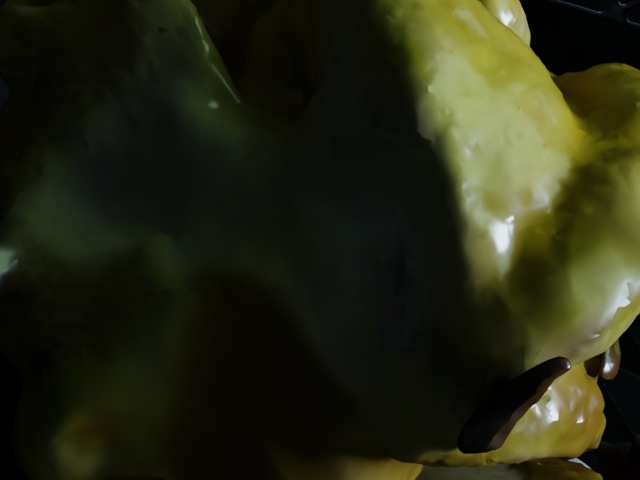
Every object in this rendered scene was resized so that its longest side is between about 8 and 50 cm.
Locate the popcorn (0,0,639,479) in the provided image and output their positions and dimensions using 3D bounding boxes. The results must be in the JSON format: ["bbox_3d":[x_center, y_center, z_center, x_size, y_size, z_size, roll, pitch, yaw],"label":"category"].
[{"bbox_3d":[-0.013,-0.001,0.814,0.316,0.297,0.281,34,14,5],"label":"popcorn"}]

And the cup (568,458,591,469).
[{"bbox_3d":[0.165,0.228,1.384,0.136,0.099,0.133,64,14,6],"label":"cup"}]

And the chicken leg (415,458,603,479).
[{"bbox_3d":[0.095,0.195,0.833,0.295,0.409,0.182,8,91,-46],"label":"chicken leg"}]

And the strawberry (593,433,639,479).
[{"bbox_3d":[0.358,0.321,1.587,0.317,0.295,0.345,140,-54,-70],"label":"strawberry"}]
